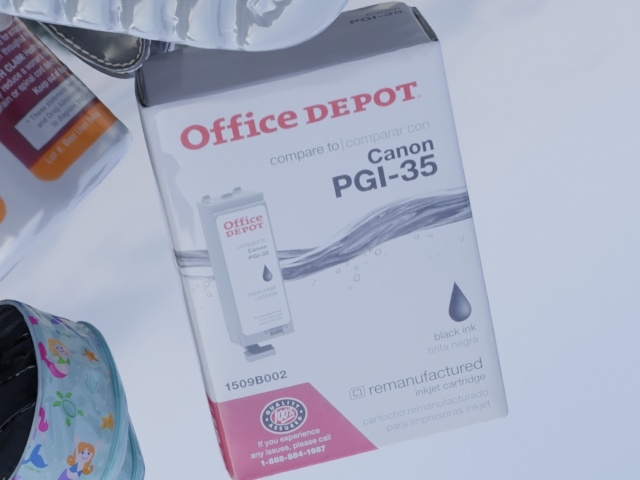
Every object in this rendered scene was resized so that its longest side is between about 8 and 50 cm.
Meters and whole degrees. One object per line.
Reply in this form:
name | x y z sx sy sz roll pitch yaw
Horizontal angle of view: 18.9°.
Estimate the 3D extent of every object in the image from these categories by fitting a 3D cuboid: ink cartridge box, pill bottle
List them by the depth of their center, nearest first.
ink cartridge box | 0.000 0.000 1.334 0.207 0.283 0.117 -13 -160 -3
pill bottle | -0.361 -0.142 1.556 0.224 0.392 0.224 -44 -174 6

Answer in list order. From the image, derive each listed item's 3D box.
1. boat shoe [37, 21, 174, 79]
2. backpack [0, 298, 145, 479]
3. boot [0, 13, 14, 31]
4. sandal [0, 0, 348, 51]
boat shoe | -0.219 -0.252 1.365 0.112 0.335 0.095 -21 -165 27
backpack | -0.270 0.189 1.721 0.253 0.191 0.225 -58 -146 23
boot | -0.271 -0.139 1.281 0.118 0.042 0.087 8 -144 2
sandal | -0.180 -0.205 1.039 0.102 0.416 0.169 -83 -164 -73
